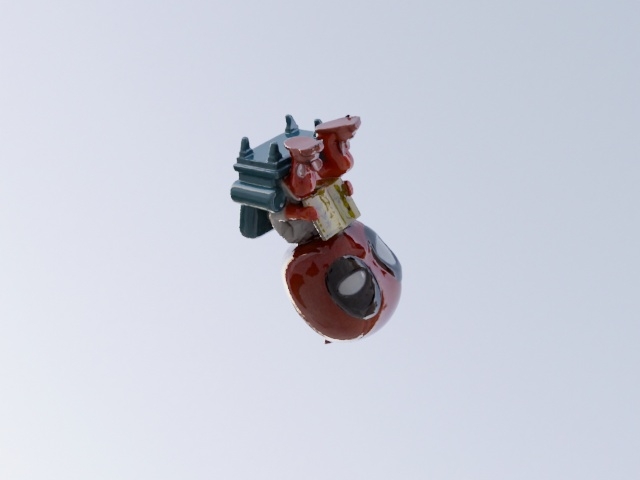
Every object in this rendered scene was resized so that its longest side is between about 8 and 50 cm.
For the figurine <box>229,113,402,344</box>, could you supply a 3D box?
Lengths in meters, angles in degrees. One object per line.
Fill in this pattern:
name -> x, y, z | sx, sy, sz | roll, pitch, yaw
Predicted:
figurine -> 0.000, 0.000, 0.746 | 0.075, 0.068, 0.140 | 6, -58, 40
